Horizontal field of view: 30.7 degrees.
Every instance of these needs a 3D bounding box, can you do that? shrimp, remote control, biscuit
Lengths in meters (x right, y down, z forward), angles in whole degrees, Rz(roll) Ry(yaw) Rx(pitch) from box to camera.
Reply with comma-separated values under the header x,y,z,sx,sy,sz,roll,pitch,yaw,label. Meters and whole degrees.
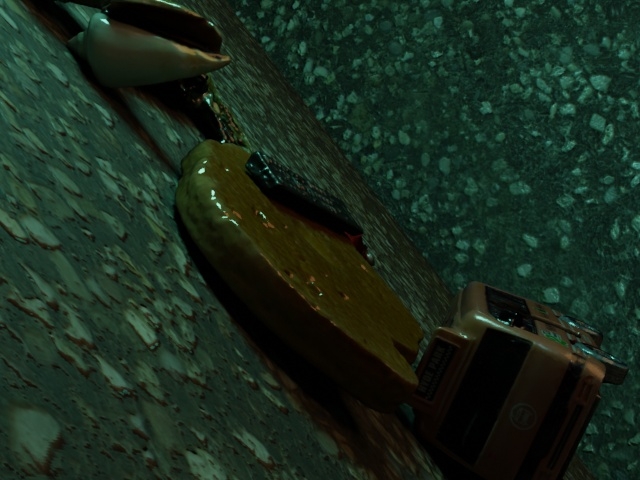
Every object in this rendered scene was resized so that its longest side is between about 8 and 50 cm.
x,y,z,sx,sy,sz,roll,pitch,yaw,label
-0.163,-0.179,1.565,0.233,0.071,0.365,57,4,12,shrimp
-0.014,-0.052,1.422,0.063,0.025,0.245,51,11,27,remote control
-0.026,0.025,1.303,0.350,0.078,0.455,48,10,-1,biscuit

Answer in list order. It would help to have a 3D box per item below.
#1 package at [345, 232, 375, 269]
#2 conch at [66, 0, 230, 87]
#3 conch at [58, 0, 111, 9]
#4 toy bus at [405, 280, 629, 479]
x,y,z,sx,sy,sz,roll,pitch,yaw,label
0.000,0.000,1.611,0.194,0.071,0.269,39,9,14,package
-0.194,-0.222,1.311,0.094,0.176,0.104,60,33,-76,conch
-0.268,-0.341,1.371,0.245,0.163,0.178,49,24,-15,conch
0.246,0.180,1.544,0.233,0.203,0.427,24,6,6,toy bus
